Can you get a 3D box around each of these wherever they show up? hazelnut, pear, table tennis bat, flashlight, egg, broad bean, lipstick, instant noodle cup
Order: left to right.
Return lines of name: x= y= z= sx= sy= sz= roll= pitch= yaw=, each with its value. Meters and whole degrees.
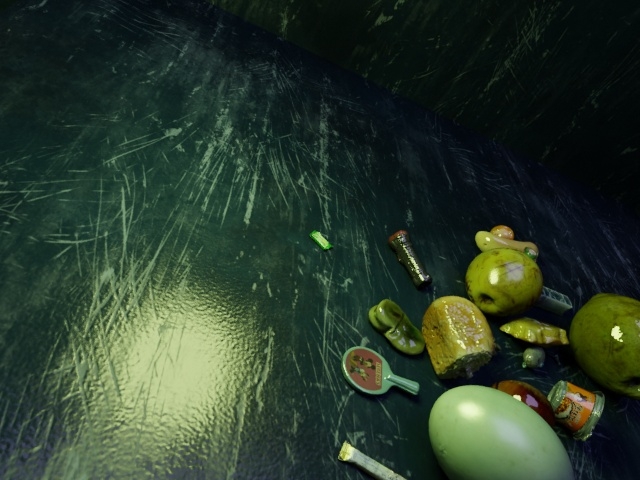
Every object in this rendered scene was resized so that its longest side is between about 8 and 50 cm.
table tennis bat: x=0.172 y=0.390 z=1.348 sx=0.244 sy=0.040 sz=0.152 roll=23 pitch=39 yaw=-6
broad bean: x=0.247 y=0.276 z=1.502 sx=0.207 sy=0.072 sz=0.153 roll=42 pitch=41 yaw=-9
flashlight: x=0.337 y=0.075 z=1.762 sx=0.093 sy=0.093 sz=0.231 roll=-1 pitch=55 yaw=-36
egg: x=0.454 y=0.538 z=1.190 sx=0.389 sy=0.276 sz=0.276 roll=41 pitch=39 yaw=8
pear: x=0.692 y=0.163 z=1.780 sx=0.284 sy=0.283 sz=0.283 roll=19 pitch=40 yaw=-17
hazelnut: x=0.577 y=0.524 z=1.383 sx=0.208 sy=0.208 sz=0.208 roll=19 pitch=40 yaw=-17
lipstick: x=0.948 y=0.241 z=2.014 sx=0.290 sy=0.076 sz=0.077 roll=21 pitch=38 yaw=-19
instant noodle cup: x=0.828 y=0.546 z=1.548 sx=0.126 sy=0.177 sz=0.208 roll=30 pitch=17 yaw=17
pear: x=1.130 y=0.391 z=1.780 sx=0.352 sy=0.352 sz=0.413 roll=24 pitch=36 yaw=-13

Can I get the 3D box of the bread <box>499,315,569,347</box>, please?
bread: x=0.811 y=0.341 z=1.761 sx=0.233 sy=0.088 sz=0.161 roll=14 pitch=10 yaw=-28

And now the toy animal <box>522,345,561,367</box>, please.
toy animal: x=0.815 y=0.430 z=1.742 sx=0.253 sy=0.070 sz=0.079 roll=9 pitch=78 yaw=-44

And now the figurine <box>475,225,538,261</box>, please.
figurine: x=0.855 y=0.019 z=2.150 sx=0.325 sy=0.124 sz=0.222 roll=19 pitch=40 yaw=-12

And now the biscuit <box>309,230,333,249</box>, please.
biscuit: x=0.000 y=0.000 z=1.650 sx=0.089 sy=0.016 sz=0.046 roll=45 pitch=38 yaw=13

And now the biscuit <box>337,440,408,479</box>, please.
biscuit: x=0.176 y=0.586 z=1.145 sx=0.292 sy=0.026 sz=0.048 roll=32 pitch=42 yaw=-1

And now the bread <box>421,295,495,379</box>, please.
bread: x=0.440 y=0.315 z=1.477 sx=0.176 sy=0.195 sz=0.246 roll=1 pitch=50 yaw=-17

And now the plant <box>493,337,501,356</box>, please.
plant: x=0.558 y=0.344 z=1.633 sx=0.174 sy=0.087 sz=0.085 roll=36 pitch=73 yaw=-2
